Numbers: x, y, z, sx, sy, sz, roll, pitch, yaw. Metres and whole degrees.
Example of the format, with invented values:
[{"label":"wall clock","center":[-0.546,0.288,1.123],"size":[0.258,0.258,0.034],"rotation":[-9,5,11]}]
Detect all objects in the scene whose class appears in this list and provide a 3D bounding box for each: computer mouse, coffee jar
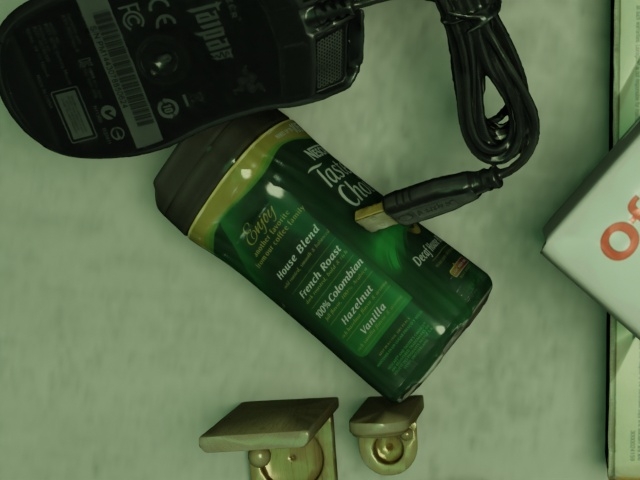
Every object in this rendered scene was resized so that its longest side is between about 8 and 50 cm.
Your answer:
[{"label":"computer mouse","center":[-0.020,-0.080,0.834],"size":[0.262,0.060,0.184],"rotation":[-18,116,17]},{"label":"coffee jar","center":[0.000,0.000,0.908],"size":[0.184,0.096,0.079],"rotation":[38,112,4]}]

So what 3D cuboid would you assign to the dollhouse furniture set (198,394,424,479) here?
[{"label":"dollhouse furniture set","center":[0.023,0.166,0.899],"size":[0.144,0.123,0.151],"rotation":[-4,92,8]}]

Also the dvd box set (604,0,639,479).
[{"label":"dvd box set","center":[0.364,-0.021,0.878],"size":[0.420,0.062,0.307],"rotation":[0,92,8]}]

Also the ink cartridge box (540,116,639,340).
[{"label":"ink cartridge box","center":[0.272,0.017,0.801],"size":[0.278,0.117,0.201],"rotation":[41,97,6]}]
